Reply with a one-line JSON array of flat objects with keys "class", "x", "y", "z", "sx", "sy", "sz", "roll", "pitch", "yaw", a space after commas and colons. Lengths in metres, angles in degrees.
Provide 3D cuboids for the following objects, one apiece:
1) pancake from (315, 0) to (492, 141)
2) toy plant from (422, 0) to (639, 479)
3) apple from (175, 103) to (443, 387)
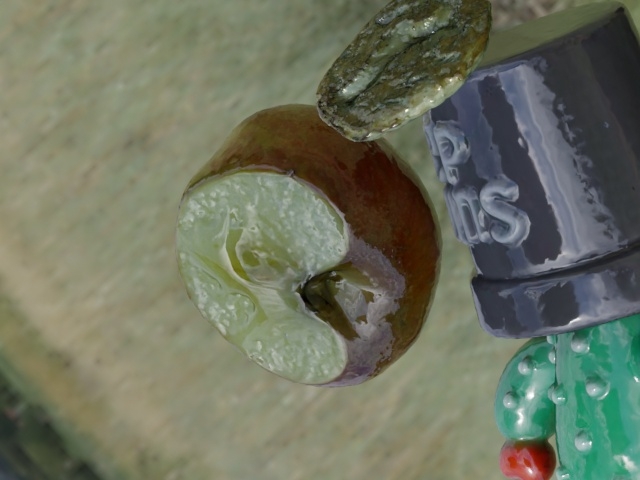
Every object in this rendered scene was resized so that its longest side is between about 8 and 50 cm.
[{"class": "pancake", "x": 0.041, "y": -0.091, "z": 0.979, "sx": 0.017, "sy": 0.108, "sz": 0.108, "roll": 46, "pitch": 171, "yaw": -30}, {"class": "toy plant", "x": 0.194, "y": 0.048, "z": 1.361, "sx": 0.279, "sy": 0.185, "sz": 0.400, "roll": -10, "pitch": 105, "yaw": 44}, {"class": "apple", "x": 0.000, "y": 0.000, "z": 1.387, "sx": 0.173, "sy": 0.160, "sz": 0.195, "roll": 24, "pitch": 130, "yaw": 42}]
